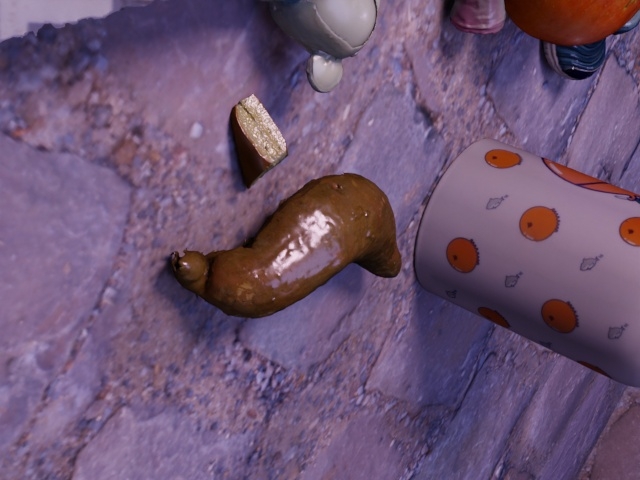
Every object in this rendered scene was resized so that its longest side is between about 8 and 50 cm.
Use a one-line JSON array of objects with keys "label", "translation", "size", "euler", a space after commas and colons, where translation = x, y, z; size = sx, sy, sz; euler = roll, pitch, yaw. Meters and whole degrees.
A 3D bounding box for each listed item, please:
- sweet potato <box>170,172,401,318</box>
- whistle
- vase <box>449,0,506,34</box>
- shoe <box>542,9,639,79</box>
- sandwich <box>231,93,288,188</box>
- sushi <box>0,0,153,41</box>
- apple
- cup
[{"label": "sweet potato", "translation": [0.000, -0.002, 0.768], "size": [0.310, 0.098, 0.124], "euler": [-12, 142, -52]}, {"label": "whistle", "translation": [-0.028, -0.211, 0.612], "size": [0.235, 0.077, 0.114], "euler": [42, 72, -49]}, {"label": "vase", "translation": [0.158, -0.302, 0.795], "size": [0.086, 0.086, 0.214], "euler": [-38, 144, -33]}, {"label": "shoe", "translation": [0.334, -0.277, 1.024], "size": [0.091, 0.106, 0.207], "euler": [-46, 148, -22]}, {"label": "sandwich", "translation": [-0.049, -0.076, 0.699], "size": [0.031, 0.044, 0.083], "euler": [-36, 136, -28]}, {"label": "sushi", "translation": [-0.089, -0.314, 0.455], "size": [0.320, 0.068, 0.340], "euler": [-26, 122, -31]}, {"label": "apple", "translation": [0.268, -0.284, 0.884], "size": [0.163, 0.139, 0.164], "euler": [3, 81, -19]}, {"label": "cup", "translation": [0.300, 0.031, 0.994], "size": [0.212, 0.317, 0.212], "euler": [-33, 137, -37]}]
